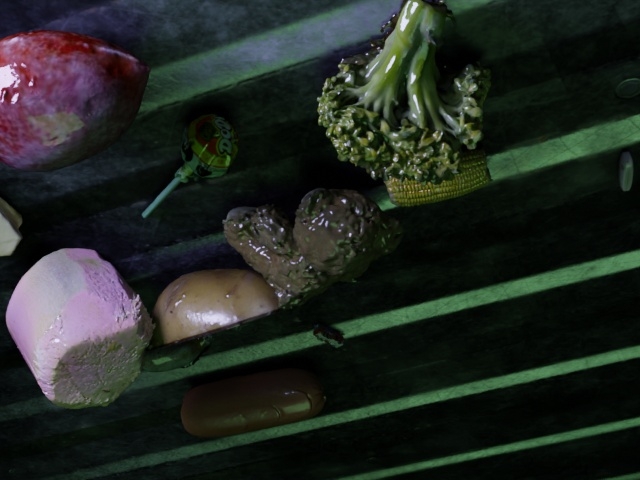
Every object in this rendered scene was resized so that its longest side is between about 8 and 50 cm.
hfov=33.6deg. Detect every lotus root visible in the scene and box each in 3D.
[{"bbox_3d":[-0.288,0.214,2.066,0.165,0.088,0.088,-11,148,-9],"label":"lotus root"}]

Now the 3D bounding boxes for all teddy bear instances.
[{"bbox_3d":[0.000,0.000,1.709,0.267,0.156,0.256,19,139,-29],"label":"teddy bear"}]

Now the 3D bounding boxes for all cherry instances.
[{"bbox_3d":[-0.334,-0.187,1.366,0.249,0.175,0.192,-14,134,9],"label":"cherry"}]

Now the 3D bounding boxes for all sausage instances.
[{"bbox_3d":[-0.138,0.342,2.240,0.304,0.121,0.121,-11,146,11],"label":"sausage"}]

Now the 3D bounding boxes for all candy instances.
[{"bbox_3d":[-0.211,-0.094,1.614,0.083,0.091,0.305,12,150,-28],"label":"candy"}]

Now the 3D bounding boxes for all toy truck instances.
[{"bbox_3d":[0.018,0.191,2.112,0.024,0.032,0.083,-32,136,30],"label":"toy truck"}]

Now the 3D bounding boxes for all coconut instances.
[{"bbox_3d":[-0.409,0.138,1.798,0.233,0.245,0.233,-18,131,-22],"label":"coconut"}]

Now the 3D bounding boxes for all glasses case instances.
[{"bbox_3d":[0.493,-0.111,1.710,0.021,0.032,0.083,-7,148,8],"label":"glasses case"}]

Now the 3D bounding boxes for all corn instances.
[{"bbox_3d":[0.184,-0.099,1.665,0.165,0.063,0.085,-14,122,10],"label":"corn"}]

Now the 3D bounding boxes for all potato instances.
[{"bbox_3d":[-0.178,0.104,1.851,0.299,0.116,0.239,-16,176,34],"label":"potato"}]

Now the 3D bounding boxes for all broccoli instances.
[{"bbox_3d":[0.122,-0.174,1.430,0.242,0.180,0.273,4,146,-12],"label":"broccoli"}]

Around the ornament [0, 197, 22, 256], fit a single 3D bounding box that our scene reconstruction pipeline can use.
[{"bbox_3d":[-0.560,-0.045,1.659,0.201,0.059,0.180,13,142,-29],"label":"ornament"}]
